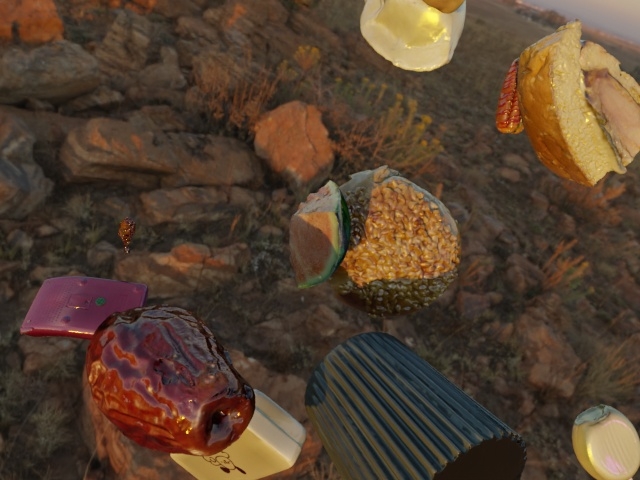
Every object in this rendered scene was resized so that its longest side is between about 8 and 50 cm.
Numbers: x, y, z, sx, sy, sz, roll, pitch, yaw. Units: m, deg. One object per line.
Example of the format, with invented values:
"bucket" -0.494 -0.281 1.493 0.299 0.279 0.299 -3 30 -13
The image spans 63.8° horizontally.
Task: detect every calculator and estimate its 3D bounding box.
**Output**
"calculator" -0.409 0.116 0.906 0.190 0.034 0.126 4 46 -2

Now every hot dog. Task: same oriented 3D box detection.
"hot dog" 0.339 -0.254 0.880 0.062 0.144 0.038 14 -1 33

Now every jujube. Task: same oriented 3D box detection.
"jujube" -0.221 0.192 0.736 0.290 0.197 0.197 17 22 42

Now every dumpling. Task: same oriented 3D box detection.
"dumpling" 0.153 -0.390 0.869 0.179 0.252 0.131 -2 -12 17

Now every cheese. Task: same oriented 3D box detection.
"cheese" 0.611 0.462 1.068 0.137 0.064 0.227 -23 87 -10

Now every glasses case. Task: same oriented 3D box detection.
"glasses case" -0.158 0.371 0.936 0.131 0.313 0.070 42 44 -8

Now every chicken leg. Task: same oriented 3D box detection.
"chicken leg" -0.380 -0.012 1.008 0.036 0.083 0.021 36 34 17

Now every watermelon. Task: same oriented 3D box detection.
"watermelon" 0.022 0.002 1.080 0.128 0.231 0.146 -9 21 -26

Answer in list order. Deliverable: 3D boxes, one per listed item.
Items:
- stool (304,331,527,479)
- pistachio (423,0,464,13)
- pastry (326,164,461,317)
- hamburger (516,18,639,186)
"stool" 0.149 0.361 0.955 0.297 0.297 0.330 -1 26 -32
"pistachio" 0.149 -0.403 0.623 0.157 0.229 0.157 -20 33 14
"pastry" 0.163 0.016 1.322 0.409 0.409 0.245 19 20 -2
"hamburger" 0.321 -0.179 0.693 0.208 0.135 0.155 33 0 -32
